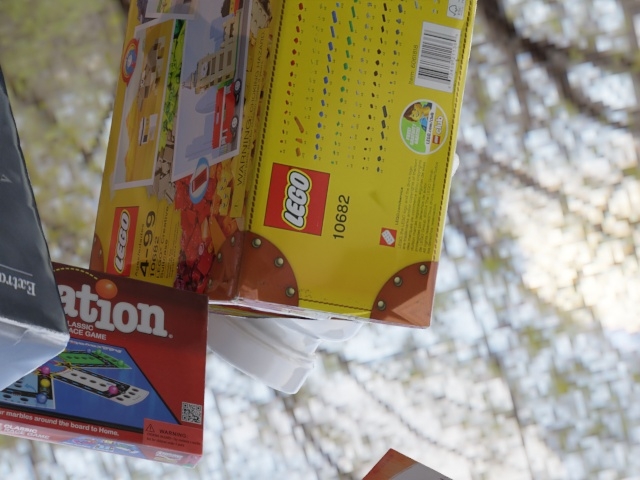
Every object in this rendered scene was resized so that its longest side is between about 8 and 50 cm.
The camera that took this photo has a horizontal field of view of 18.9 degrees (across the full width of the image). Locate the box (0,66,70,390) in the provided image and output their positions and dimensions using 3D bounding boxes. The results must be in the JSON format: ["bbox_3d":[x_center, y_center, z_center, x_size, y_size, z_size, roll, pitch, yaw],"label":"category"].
[{"bbox_3d":[-0.356,-0.086,1.134,0.212,0.395,0.293,-33,148,24],"label":"box"}]

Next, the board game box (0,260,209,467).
[{"bbox_3d":[-0.221,0.078,1.439,0.281,0.027,0.145,12,-127,-18],"label":"board game box"}]

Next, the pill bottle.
[{"bbox_3d":[0.000,0.000,2.103,0.318,0.176,0.176,-59,-157,5],"label":"pill bottle"}]

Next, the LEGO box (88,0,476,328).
[{"bbox_3d":[-0.032,-0.179,1.758,0.193,0.500,0.372,10,175,-26],"label":"LEGO box"}]

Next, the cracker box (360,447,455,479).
[{"bbox_3d":[0.130,0.351,2.202,0.232,0.067,0.156,24,-129,29],"label":"cracker box"}]
